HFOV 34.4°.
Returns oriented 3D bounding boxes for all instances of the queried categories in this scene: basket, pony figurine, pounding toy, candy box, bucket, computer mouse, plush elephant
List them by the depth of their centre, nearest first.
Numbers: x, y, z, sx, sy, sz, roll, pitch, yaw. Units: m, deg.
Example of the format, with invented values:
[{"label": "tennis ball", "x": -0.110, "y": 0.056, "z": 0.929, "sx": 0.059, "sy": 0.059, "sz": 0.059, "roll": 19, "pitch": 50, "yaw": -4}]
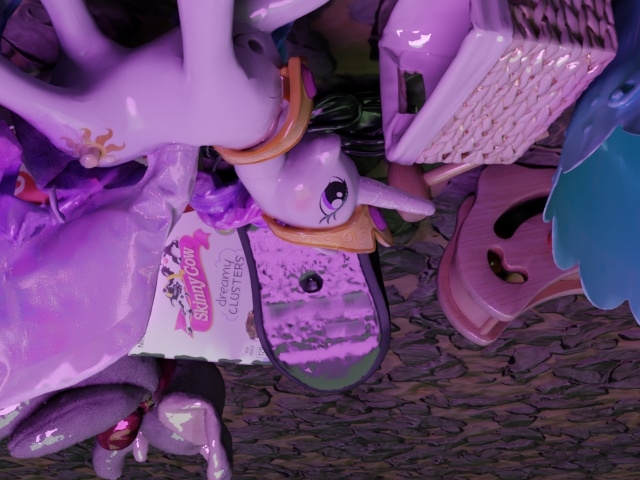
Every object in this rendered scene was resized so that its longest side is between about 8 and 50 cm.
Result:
[{"label": "pony figurine", "x": -0.125, "y": -0.077, "z": 0.643, "sx": 0.351, "sy": 0.302, "sz": 0.363, "roll": -9, "pitch": 145, "yaw": 11}, {"label": "bucket", "x": 0.297, "y": -0.064, "z": 0.695, "sx": 0.281, "sy": 0.183, "sz": 0.281, "roll": 12, "pitch": 151, "yaw": 7}, {"label": "basket", "x": 0.114, "y": -0.131, "z": 0.700, "sx": 0.103, "sy": 0.113, "sz": 0.167, "roll": 5, "pitch": 155, "yaw": -15}, {"label": "computer mouse", "x": 0.000, "y": 0.000, "z": 0.903, "sx": 0.189, "sy": 0.072, "sz": 0.272, "roll": -4, "pitch": 109, "yaw": 8}, {"label": "pounding toy", "x": 0.195, "y": -0.001, "z": 0.921, "sx": 0.270, "sy": 0.154, "sz": 0.155, "roll": 4, "pitch": 154, "yaw": -8}, {"label": "candy box", "x": -0.078, "y": 0.030, "z": 0.981, "sx": 0.196, "sy": 0.164, "sz": 0.070, "roll": 5, "pitch": -163, "yaw": -11}, {"label": "plush elephant", "x": -0.222, "y": 0.162, "z": 1.139, "sx": 0.330, "sy": 0.271, "sz": 0.255, "roll": -32, "pitch": 119, "yaw": 12}]

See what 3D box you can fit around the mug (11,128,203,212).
[{"label": "mug", "x": -0.189, "y": -0.042, "z": 0.861, "sx": 0.169, "sy": 0.150, "sz": 0.113, "roll": -8, "pitch": 156, "yaw": 7}]
